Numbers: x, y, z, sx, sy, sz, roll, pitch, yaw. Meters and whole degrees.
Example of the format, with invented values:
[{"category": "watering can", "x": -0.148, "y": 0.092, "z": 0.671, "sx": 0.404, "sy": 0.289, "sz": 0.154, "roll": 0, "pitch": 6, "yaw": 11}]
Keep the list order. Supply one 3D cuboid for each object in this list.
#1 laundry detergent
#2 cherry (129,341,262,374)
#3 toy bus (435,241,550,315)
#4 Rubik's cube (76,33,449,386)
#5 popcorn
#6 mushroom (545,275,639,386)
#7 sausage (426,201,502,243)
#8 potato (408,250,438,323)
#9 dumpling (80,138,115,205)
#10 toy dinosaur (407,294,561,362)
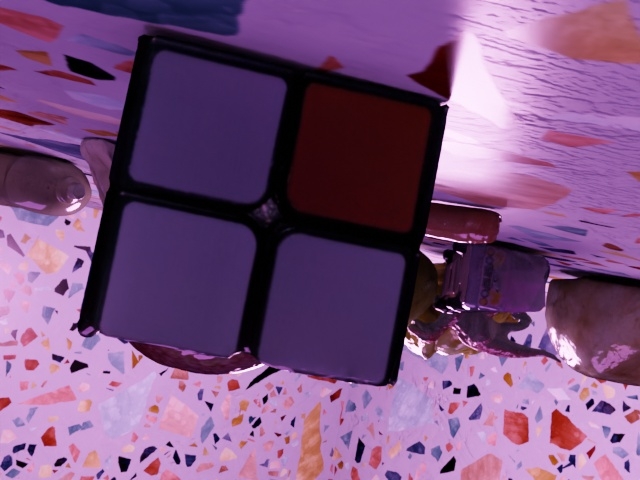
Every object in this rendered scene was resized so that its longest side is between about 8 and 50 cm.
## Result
[{"category": "laundry detergent", "x": -0.470, "y": -0.092, "z": 1.415, "sx": 0.253, "sy": 0.091, "sz": 0.181, "roll": 10, "pitch": 177, "yaw": 34}, {"category": "cherry", "x": -0.099, "y": 0.023, "z": 0.896, "sx": 0.300, "sy": 0.230, "sz": 0.203, "roll": -5, "pitch": -177, "yaw": 23}, {"category": "toy bus", "x": 0.253, "y": 0.064, "z": 1.319, "sx": 0.137, "sy": 0.113, "sz": 0.317, "roll": 8, "pitch": 178, "yaw": 2}, {"category": "Rubik's cube", "x": -0.040, "y": -0.011, "z": 0.548, "sx": 0.180, "sy": 0.167, "sz": 0.183, "roll": 11, "pitch": 178, "yaw": -7}, {"category": "popcorn", "x": 0.254, "y": 0.131, "z": 1.658, "sx": 0.256, "sy": 0.195, "sz": 0.255, "roll": -16, "pitch": 176, "yaw": 28}, {"category": "mushroom", "x": 0.473, "y": 0.147, "z": 1.394, "sx": 0.267, "sy": 0.164, "sz": 0.189, "roll": 10, "pitch": 177, "yaw": 41}, {"category": "sausage", "x": 0.098, "y": -0.025, "z": 0.914, "sx": 0.186, "sy": 0.043, "sz": 0.043, "roll": 11, "pitch": 176, "yaw": 27}, {"category": "potato", "x": 0.046, "y": 0.085, "z": 1.500, "sx": 0.304, "sy": 0.216, "sz": 0.216, "roll": 1, "pitch": 180, "yaw": -18}, {"category": "dumpling", "x": -0.221, "y": -0.036, "z": 1.090, "sx": 0.179, "sy": 0.131, "sz": 0.252, "roll": 17, "pitch": 158, "yaw": 49}, {"category": "toy dinosaur", "x": 0.288, "y": 0.162, "z": 1.495, "sx": 0.242, "sy": 0.167, "sz": 0.053, "roll": 40, "pitch": -173, "yaw": 20}]
